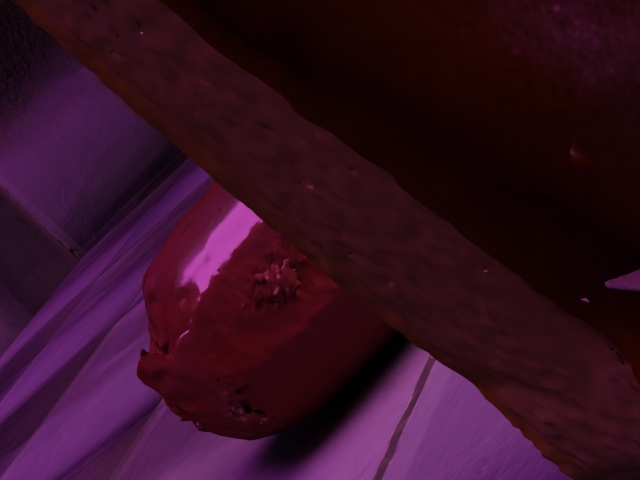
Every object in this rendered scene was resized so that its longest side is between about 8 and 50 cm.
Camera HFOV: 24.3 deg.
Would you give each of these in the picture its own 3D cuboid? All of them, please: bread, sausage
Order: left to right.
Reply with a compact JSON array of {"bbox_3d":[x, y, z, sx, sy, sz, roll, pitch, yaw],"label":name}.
[{"bbox_3d":[0.000,0.000,0.913,0.279,0.152,0.152,-48,10,-5],"label":"sausage"},{"bbox_3d":[0.096,-0.124,0.508,0.323,0.333,0.143,-54,10,-19],"label":"bread"}]

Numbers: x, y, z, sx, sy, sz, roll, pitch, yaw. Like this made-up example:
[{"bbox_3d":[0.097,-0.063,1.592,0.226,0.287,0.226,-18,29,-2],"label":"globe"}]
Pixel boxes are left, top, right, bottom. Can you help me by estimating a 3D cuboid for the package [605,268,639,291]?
[{"bbox_3d":[0.216,-0.049,0.354,0.251,0.062,0.204,-41,16,-19],"label":"package"}]
